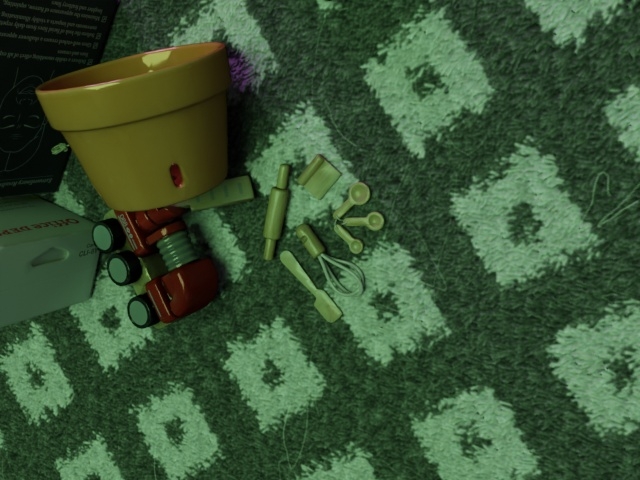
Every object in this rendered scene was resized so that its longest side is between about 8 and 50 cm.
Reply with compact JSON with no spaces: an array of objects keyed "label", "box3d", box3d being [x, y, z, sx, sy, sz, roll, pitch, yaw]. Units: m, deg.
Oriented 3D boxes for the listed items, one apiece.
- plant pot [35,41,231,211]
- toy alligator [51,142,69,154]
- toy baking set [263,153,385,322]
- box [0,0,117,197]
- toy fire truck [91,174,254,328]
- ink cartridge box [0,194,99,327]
[{"label":"plant pot","box3d":[-0.266,-0.175,1.173,0.290,0.291,0.203,-1,115,25]},{"label":"toy alligator","box3d":[-0.385,-0.173,1.335,0.189,0.056,0.051,-17,134,18]},{"label":"toy baking set","box3d":[-0.006,-0.004,1.199,0.196,0.030,0.256,22,107,21]},{"label":"box","box3d":[-0.567,-0.284,1.272,0.212,0.293,0.395,32,110,18]},{"label":"toy fire truck","box3d":[-0.222,0.004,1.255,0.246,0.158,0.217,-29,85,37]},{"label":"ink cartridge box","box3d":[-0.636,0.000,1.359,0.384,0.279,0.160,22,108,21]}]
